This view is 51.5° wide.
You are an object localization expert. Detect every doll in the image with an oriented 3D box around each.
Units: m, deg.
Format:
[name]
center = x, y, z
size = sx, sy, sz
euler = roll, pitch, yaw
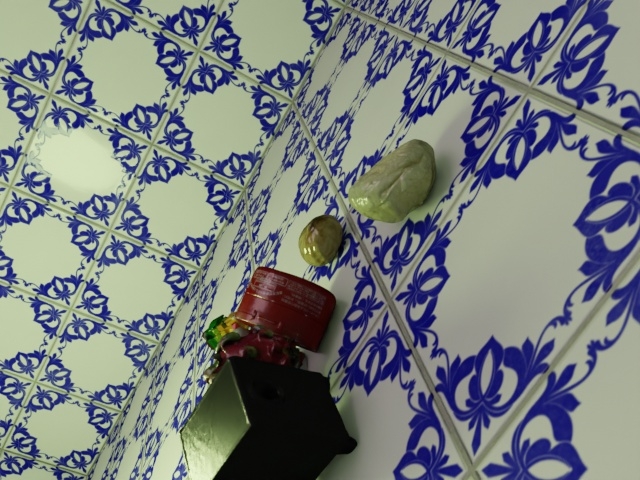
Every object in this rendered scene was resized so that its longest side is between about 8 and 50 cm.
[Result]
[doll]
center = -0.318, 0.302, 2.273
size = 0.186, 0.106, 0.134
euler = -31, 16, 31

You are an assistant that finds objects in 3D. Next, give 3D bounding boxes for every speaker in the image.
[speaker]
center = -0.102, 0.373, 1.286
size = 0.232, 0.254, 0.184
euler = -56, 37, 23

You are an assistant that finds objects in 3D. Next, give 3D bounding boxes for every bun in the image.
[bun]
center = 0.169, -0.119, 1.438
size = 0.220, 0.134, 0.220
euler = -38, 7, 5

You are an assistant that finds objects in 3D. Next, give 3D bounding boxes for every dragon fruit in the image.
[dragon fruit]
center = -0.155, 0.318, 1.450
size = 0.198, 0.218, 0.273
euler = 22, 101, 30

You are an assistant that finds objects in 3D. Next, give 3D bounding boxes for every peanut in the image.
[peanut]
center = 0.000, 0.000, 1.795
size = 0.141, 0.109, 0.159
euler = -57, 5, -11

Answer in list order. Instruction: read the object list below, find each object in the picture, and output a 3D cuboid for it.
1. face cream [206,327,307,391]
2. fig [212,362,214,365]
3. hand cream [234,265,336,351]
[face cream]
center = -0.161, 0.339, 1.653
size = 0.201, 0.187, 0.201
euler = -53, 21, 31
[fig]
center = -0.271, 0.438, 1.993
size = 0.117, 0.117, 0.177
euler = -49, 45, 39
[hand cream]
center = -0.084, 0.166, 1.618
size = 0.230, 0.230, 0.149
euler = -7, 61, 69
